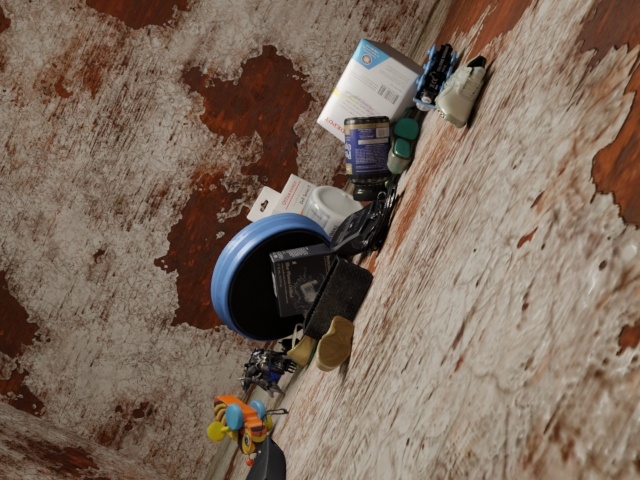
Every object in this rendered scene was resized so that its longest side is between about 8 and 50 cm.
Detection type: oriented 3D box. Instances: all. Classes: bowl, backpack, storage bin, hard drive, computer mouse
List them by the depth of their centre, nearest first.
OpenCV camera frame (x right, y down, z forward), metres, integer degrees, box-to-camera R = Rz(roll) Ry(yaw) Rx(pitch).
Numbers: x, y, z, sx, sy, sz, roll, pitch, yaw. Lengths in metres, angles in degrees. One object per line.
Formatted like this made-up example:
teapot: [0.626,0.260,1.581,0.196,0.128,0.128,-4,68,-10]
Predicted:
hard drive: [-0.127,0.519,1.178,0.172,0.054,0.255,-64,4,-4]
storage bin: [0.036,0.134,1.257,0.180,0.084,0.122,-63,3,4]
computer mouse: [0.112,-0.019,1.413,0.188,0.072,0.272,-64,15,-22]
bowl: [-0.115,0.114,1.619,0.077,0.391,0.391,37,105,48]
backpack: [-0.189,0.474,2.067,0.098,0.101,0.120,-63,-32,-58]

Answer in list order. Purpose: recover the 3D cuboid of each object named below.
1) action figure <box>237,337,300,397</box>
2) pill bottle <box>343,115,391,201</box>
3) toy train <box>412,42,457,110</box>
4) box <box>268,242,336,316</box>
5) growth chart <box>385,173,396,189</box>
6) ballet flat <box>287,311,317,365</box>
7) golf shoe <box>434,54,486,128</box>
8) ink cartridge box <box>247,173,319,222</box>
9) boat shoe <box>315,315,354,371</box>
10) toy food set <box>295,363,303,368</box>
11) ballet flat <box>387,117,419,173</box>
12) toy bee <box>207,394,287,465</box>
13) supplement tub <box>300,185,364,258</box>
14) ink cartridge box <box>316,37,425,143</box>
action figure: [-0.148,0.393,1.736,0.276,0.141,0.164,-36,26,48]
pill bottle: [0.128,-0.218,1.517,0.123,0.123,0.219,-83,-10,-79]
toy train: [0.289,-0.410,1.439,0.105,0.080,0.184,98,-167,-71]
box: [-0.045,0.103,1.498,0.093,0.158,0.156,-134,36,-71]
growth chart: [0.193,-0.181,1.665,0.172,0.021,0.237,-62,5,19]
ballet flat: [-0.026,0.229,1.566,0.232,0.073,0.080,-66,5,-33]
golf shoe: [0.259,-0.275,1.025,0.086,0.069,0.176,-52,13,47]
ink cartridge box: [-0.057,-0.097,2.020,0.119,0.353,0.207,119,175,-46]
boat shoe: [0.025,0.212,1.107,0.059,0.063,0.170,-66,-7,25]
toy food set: [-0.045,0.324,1.608,0.083,0.020,0.082,-62,5,33]
ballet flat: [0.210,-0.248,1.490,0.213,0.072,0.068,-69,0,-48]
toy bee: [-0.211,0.525,1.558,0.298,0.195,0.162,166,105,-72]
supplement tub: [0.000,0.000,1.822,0.193,0.194,0.316,-70,6,-58]
ink cartridge box: [0.164,-0.403,1.639,0.270,0.198,0.197,-58,-16,26]
